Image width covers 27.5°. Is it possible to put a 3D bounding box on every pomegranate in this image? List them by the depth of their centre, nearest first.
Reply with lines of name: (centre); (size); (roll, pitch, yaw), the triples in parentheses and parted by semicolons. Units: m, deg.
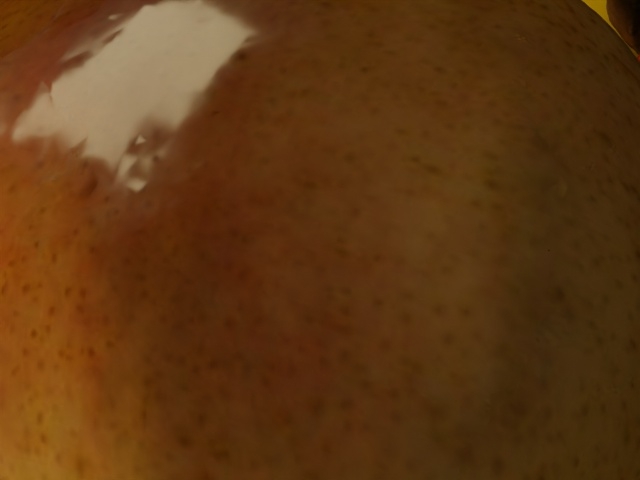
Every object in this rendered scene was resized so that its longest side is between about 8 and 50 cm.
pomegranate: (-0.017, 0.044, 0.455); (0.319, 0.319, 0.319); (-28, 8, 4)

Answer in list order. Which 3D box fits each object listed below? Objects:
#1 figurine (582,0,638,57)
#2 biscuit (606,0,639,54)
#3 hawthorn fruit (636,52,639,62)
figurine: (0.336, -0.272, 1.652); (0.215, 0.187, 0.344); (-16, 1, -1)
biscuit: (0.445, -0.307, 1.291); (0.350, 0.070, 0.394); (-22, -16, 0)
hawthorn fruit: (0.280, -0.101, 0.914); (0.125, 0.125, 0.140); (-30, 6, -11)
